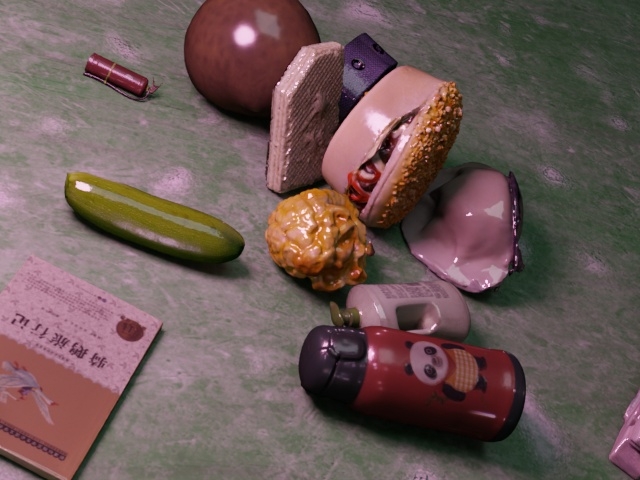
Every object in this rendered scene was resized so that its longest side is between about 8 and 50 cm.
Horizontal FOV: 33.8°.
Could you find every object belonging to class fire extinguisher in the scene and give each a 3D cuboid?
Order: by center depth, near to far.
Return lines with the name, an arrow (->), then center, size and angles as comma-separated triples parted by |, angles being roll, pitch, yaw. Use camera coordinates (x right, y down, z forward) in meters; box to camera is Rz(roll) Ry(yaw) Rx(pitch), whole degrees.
fire extinguisher -> -0.351, -0.288, 1.867 | 0.132, 0.039, 0.056 | 26, 73, -8

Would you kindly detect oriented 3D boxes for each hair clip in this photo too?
hair clip -> 0.594, 0.279, 1.829 | 0.085, 0.101, 0.331 | 39, 42, 3

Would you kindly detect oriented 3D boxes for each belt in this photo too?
belt -> 0.071, -0.314, 2.088 | 0.126, 0.139, 0.230 | 40, 39, 2

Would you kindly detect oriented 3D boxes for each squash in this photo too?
squash -> -0.259, -0.030, 1.626 | 0.293, 0.082, 0.082 | 20, 41, -11

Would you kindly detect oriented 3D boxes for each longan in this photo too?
longan -> -0.121, -0.340, 1.907 | 0.258, 0.258, 0.258 | 17, 42, -16

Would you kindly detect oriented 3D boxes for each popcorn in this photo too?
popcorn -> 0.000, 0.000, 1.711 | 0.180, 0.170, 0.180 | -1, 91, -51

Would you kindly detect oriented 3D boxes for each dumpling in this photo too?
dumpling -> 0.272, -0.044, 1.915 | 0.205, 0.163, 0.292 | 22, 52, -17

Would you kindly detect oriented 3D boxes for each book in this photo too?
book -> -0.365, 0.163, 1.411 | 0.217, 0.021, 0.310 | 29, 40, -4

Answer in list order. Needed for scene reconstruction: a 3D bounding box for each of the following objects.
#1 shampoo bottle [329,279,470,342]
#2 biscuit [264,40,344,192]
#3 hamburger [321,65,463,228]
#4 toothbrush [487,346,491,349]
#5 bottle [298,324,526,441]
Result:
shampoo bottle -> 0.121, 0.121, 1.703 | 0.234, 0.087, 0.118 | -1, 47, -32
biscuit -> -0.023, -0.215, 1.838 | 0.052, 0.252, 0.150 | 23, 28, 35
hamburger -> 0.137, -0.162, 1.856 | 0.170, 0.302, 0.302 | 38, 40, 11
toothbrush -> 0.267, 0.225, 1.746 | 0.011, 0.013, 0.131 | 25, 43, 1
bottle -> 0.130, 0.210, 1.582 | 0.336, 0.144, 0.144 | 13, 43, -17
